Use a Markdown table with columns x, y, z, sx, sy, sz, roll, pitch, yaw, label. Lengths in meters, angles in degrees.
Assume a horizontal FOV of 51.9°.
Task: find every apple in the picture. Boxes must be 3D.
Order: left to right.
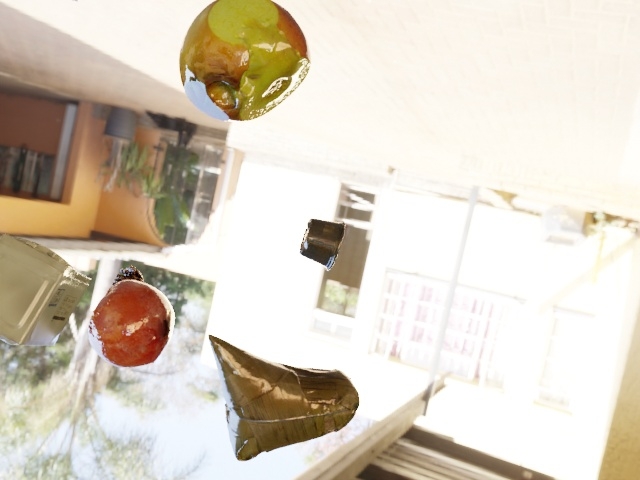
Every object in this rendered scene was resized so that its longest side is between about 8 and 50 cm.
| x | y | z | sx | sy | sz | roll | pitch | yaw | label |
| --- | --- | --- | --- | --- | --- | --- | --- | --- | --- |
| -0.234 | -0.532 | 1.952 | 0.384 | 0.373 | 0.374 | 5 | 178 | 36 | apple |

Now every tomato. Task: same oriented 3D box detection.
| x | y | z | sx | sy | sz | roll | pitch | yaw | label |
| --- | --- | --- | --- | --- | --- | --- | --- | --- | --- |
| -0.448 | 0.204 | 1.580 | 0.185 | 0.208 | 0.208 | 26 | -178 | -5 | tomato |

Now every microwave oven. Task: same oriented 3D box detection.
| x | y | z | sx | sy | sz | roll | pitch | yaw | label |
| --- | --- | --- | --- | --- | --- | --- | --- | --- | --- |
| -0.492 | 0.090 | 1.104 | 0.123 | 0.162 | 0.208 | 28 | 167 | -3 | microwave oven |

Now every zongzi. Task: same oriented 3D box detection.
| x | y | z | sx | sy | sz | roll | pitch | yaw | label |
| --- | --- | --- | --- | --- | --- | --- | --- | --- | --- |
| -0.082 | 0.317 | 1.521 | 0.323 | 0.360 | 0.160 | -17 | -150 | -12 | zongzi |

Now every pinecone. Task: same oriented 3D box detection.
| x | y | z | sx | sy | sz | roll | pitch | yaw | label |
| --- | --- | --- | --- | --- | --- | --- | --- | --- | --- |
| -0.606 | 0.136 | 2.079 | 0.102 | 0.102 | 0.109 | 13 | -150 | 4 | pinecone |

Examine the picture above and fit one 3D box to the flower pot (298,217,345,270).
| x | y | z | sx | sy | sz | roll | pitch | yaw | label |
| --- | --- | --- | --- | --- | --- | --- | --- | --- | --- |
| 0.000 | 0.000 | 1.965 | 0.107 | 0.157 | 0.157 | 20 | -178 | -9 | flower pot |
